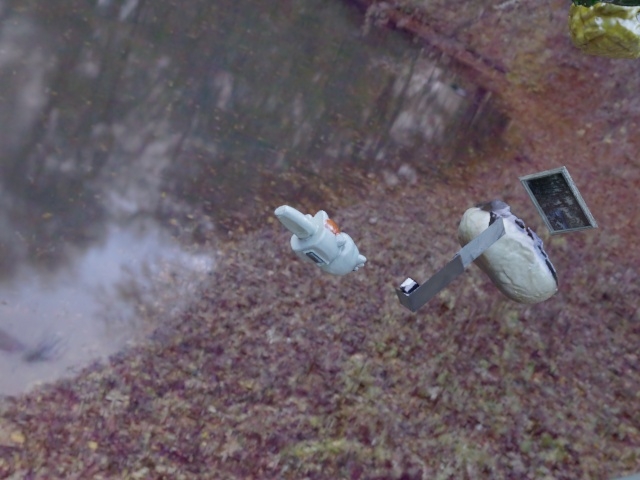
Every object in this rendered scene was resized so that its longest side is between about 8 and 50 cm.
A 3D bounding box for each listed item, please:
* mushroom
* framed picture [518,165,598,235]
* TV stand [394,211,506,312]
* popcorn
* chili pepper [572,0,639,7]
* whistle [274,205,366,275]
[{"bbox_3d":[0.417,0.035,1.730,0.130,0.248,0.344,-19,32,-4],"label":"mushroom"},{"bbox_3d":[0.586,-0.093,1.828,0.011,0.142,0.183,-43,107,-31],"label":"framed picture"},{"bbox_3d":[0.253,0.038,1.414,0.256,0.049,0.040,-37,39,-16],"label":"TV stand"},{"bbox_3d":[0.752,-0.552,1.888,0.286,0.174,0.225,-1,9,-31],"label":"popcorn"},{"bbox_3d":[0.548,-0.461,1.321,0.216,0.108,0.062,-20,-3,-4],"label":"chili pepper"},{"bbox_3d":[-0.001,0.002,1.540,0.253,0.101,0.106,37,24,-36],"label":"whistle"}]
